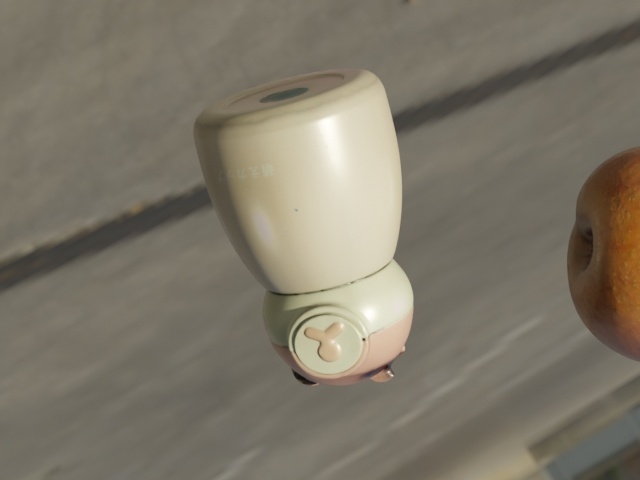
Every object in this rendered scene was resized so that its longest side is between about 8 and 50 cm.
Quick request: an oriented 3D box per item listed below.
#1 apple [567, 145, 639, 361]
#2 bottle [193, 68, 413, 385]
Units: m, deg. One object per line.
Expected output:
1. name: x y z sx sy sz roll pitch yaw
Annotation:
1. apple: 0.305 0.012 1.740 0.162 0.201 0.201 14 156 -13
2. bottle: 0.000 0.000 1.441 0.147 0.236 0.147 -13 -167 3
